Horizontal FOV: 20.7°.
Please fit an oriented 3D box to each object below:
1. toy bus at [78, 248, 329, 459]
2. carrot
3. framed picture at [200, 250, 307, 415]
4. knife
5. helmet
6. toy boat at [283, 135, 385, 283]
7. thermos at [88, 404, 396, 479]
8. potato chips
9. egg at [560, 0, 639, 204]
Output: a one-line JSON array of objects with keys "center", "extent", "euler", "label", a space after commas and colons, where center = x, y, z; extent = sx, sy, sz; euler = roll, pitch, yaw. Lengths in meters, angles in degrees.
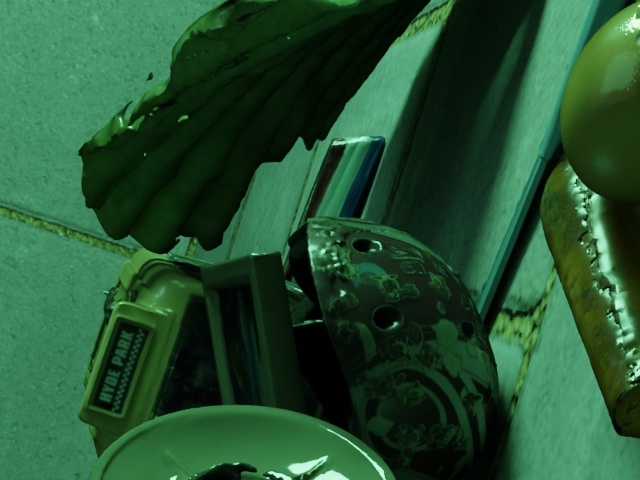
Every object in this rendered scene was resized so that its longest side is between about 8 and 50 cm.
[{"center": [-0.082, 0.106, 1.349], "extent": [0.365, 0.202, 0.176], "euler": [-166, 95, -80], "label": "toy bus"}, {"center": [0.129, 0.019, 0.745], "extent": [0.161, 0.055, 0.055], "euler": [-94, 23, -49], "label": "carrot"}, {"center": [-0.025, 0.164, 1.037], "extent": [0.232, 0.024, 0.314], "euler": [162, 98, -79], "label": "framed picture"}, {"center": [0.124, -0.043, 0.994], "extent": [0.044, 0.019, 0.313], "euler": [-75, 5, -70], "label": "knife"}, {"center": [0.043, 0.066, 0.934], "extent": [0.177, 0.107, 0.153], "euler": [96, 165, -54], "label": "helmet"}, {"center": [0.000, 0.000, 1.567], "extent": [0.080, 0.046, 0.228], "euler": [-83, 12, -62], "label": "toy boat"}, {"center": [-0.048, 0.235, 0.851], "extent": [0.176, 0.146, 0.265], "euler": [-55, -26, -60], "label": "thermos"}, {"center": [0.008, -0.134, 1.265], "extent": [0.373, 0.097, 0.389], "euler": [-35, -5, -35], "label": "potato chips"}, {"center": [0.139, -0.054, 0.717], "extent": [0.096, 0.080, 0.080], "euler": [110, 172, -49], "label": "egg"}]
